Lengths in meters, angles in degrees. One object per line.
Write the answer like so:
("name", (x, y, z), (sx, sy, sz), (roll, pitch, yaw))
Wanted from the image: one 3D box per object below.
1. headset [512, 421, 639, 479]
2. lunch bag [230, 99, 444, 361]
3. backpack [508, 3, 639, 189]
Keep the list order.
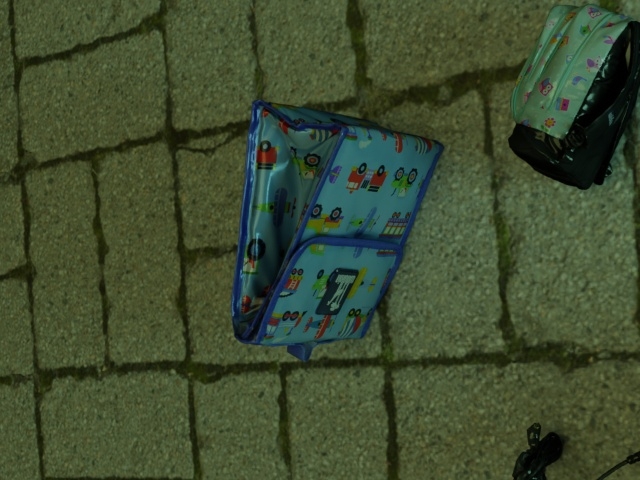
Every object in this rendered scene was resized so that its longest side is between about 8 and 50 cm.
("headset", (0.391, 0.260, 1.088), (0.394, 0.185, 0.243), (6, 96, 20))
("lunch bag", (0.000, 0.000, 1.286), (0.138, 0.221, 0.293), (21, 102, 33))
("backpack", (0.272, -0.158, 1.146), (0.115, 0.152, 0.182), (24, 92, 24))
